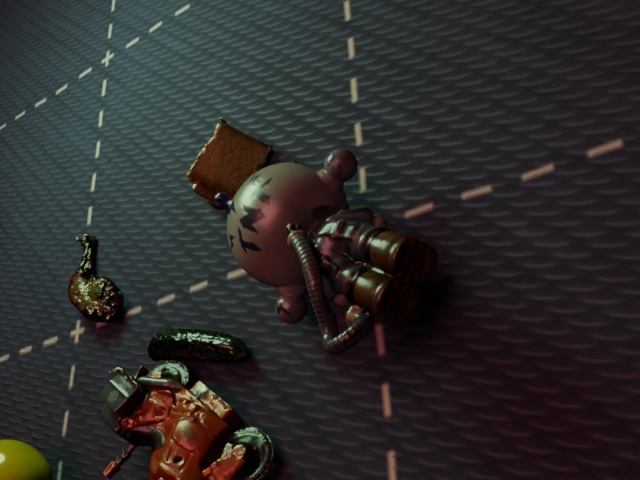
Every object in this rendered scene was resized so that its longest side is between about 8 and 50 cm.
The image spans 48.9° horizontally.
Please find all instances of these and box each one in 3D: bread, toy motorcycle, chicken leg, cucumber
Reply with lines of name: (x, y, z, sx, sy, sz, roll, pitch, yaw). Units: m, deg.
bread: (-0.179, -0.135, 1.261, 0.152, 0.127, 0.147, 24, 86, 59)
toy motorcycle: (-0.229, 0.321, 1.077, 0.325, 0.148, 0.221, 27, 67, 40)
chicken leg: (-0.462, 0.082, 1.418, 0.106, 0.051, 0.253, -44, 49, 7)
cucumber: (-0.204, 0.177, 1.170, 0.214, 0.052, 0.058, -3, 98, 37)

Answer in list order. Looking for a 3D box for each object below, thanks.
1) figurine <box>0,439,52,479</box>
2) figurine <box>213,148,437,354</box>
figurine: (-0.532, 0.510, 1.207, 0.215, 0.187, 0.344, -51, 54, 25)
figurine: (0.003, -0.003, 1.001, 0.382, 0.186, 0.261, 25, 81, 47)
